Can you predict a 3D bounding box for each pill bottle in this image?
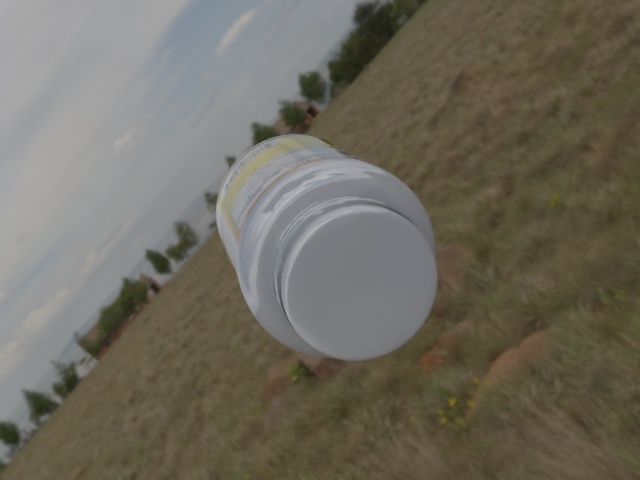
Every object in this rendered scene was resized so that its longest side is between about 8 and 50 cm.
[{"bbox_3d":[0.000,0.000,0.535,0.117,0.117,0.215,-48,17,2],"label":"pill bottle"}]
